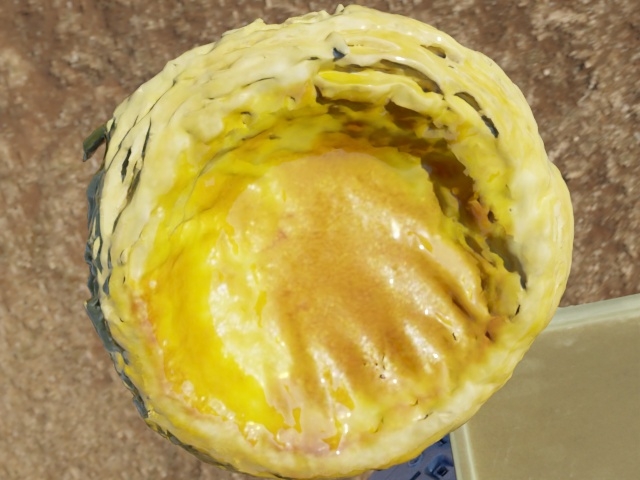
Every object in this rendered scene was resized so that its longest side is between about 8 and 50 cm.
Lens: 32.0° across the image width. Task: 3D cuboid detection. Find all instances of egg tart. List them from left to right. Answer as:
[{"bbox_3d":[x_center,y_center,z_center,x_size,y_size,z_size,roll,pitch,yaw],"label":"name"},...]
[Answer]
[{"bbox_3d":[0.000,0.000,0.867,0.387,0.169,0.388,-2,111,-5],"label":"egg tart"}]

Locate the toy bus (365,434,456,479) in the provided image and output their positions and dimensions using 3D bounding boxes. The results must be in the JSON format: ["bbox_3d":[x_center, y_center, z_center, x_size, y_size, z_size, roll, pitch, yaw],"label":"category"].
[{"bbox_3d":[0.177,0.383,1.432,0.232,0.197,0.294,49,167,-17],"label":"toy bus"}]

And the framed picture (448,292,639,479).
[{"bbox_3d":[0.329,0.172,0.898,0.446,0.326,0.028,-11,142,8],"label":"framed picture"}]
